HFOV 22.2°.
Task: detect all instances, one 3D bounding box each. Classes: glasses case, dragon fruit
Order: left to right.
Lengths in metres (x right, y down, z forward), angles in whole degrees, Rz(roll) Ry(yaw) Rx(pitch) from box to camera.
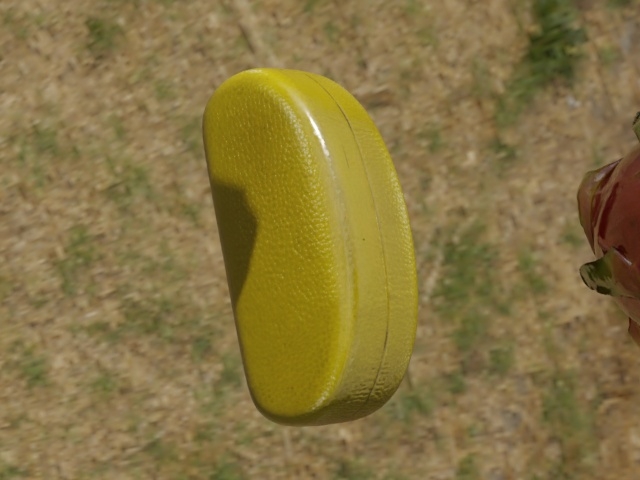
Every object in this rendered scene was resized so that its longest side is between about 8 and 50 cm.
[{"bbox_3d":[0.000,0.000,1.671,0.141,0.173,0.371,2,73,-49],"label":"glasses case"},{"bbox_3d":[0.325,-0.010,1.368,0.224,0.227,0.224,1,84,-10],"label":"dragon fruit"}]
